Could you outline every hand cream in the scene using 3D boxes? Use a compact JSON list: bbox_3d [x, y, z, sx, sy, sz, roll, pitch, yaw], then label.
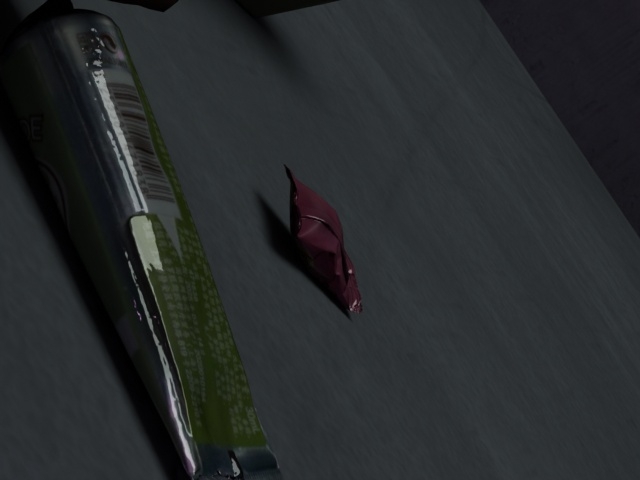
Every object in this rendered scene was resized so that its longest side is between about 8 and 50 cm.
[{"bbox_3d":[-0.077,0.002,0.674,0.235,0.055,0.086,66,19,14],"label":"hand cream"}]

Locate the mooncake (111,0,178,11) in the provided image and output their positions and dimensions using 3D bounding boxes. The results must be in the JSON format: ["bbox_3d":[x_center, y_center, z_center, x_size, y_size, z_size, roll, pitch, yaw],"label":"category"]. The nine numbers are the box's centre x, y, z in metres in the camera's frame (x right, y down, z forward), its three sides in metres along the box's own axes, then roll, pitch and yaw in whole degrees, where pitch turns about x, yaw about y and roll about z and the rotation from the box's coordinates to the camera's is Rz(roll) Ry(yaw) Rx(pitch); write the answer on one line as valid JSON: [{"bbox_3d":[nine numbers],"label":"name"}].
[{"bbox_3d":[-0.093,-0.264,0.678,0.174,0.326,0.333,-22,100,-75],"label":"mooncake"}]

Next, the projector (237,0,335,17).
[{"bbox_3d":[-0.031,-0.279,1.110,0.269,0.194,0.088,68,15,-49],"label":"projector"}]

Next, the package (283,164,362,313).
[{"bbox_3d":[0.000,0.000,0.935,0.083,0.029,0.059,54,16,-39],"label":"package"}]
